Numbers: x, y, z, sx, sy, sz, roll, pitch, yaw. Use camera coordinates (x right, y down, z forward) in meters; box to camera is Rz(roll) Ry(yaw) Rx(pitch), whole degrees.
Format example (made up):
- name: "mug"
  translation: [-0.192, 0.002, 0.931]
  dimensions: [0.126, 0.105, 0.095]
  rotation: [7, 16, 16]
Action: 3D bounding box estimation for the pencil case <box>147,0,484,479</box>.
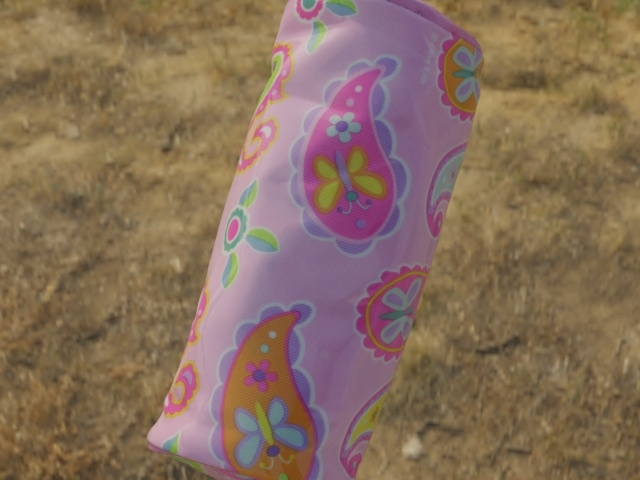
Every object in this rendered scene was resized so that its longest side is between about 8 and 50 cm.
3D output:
- name: "pencil case"
  translation: [0.000, 0.000, 0.795]
  dimensions: [0.124, 0.124, 0.284]
  rotation: [15, 84, 15]
